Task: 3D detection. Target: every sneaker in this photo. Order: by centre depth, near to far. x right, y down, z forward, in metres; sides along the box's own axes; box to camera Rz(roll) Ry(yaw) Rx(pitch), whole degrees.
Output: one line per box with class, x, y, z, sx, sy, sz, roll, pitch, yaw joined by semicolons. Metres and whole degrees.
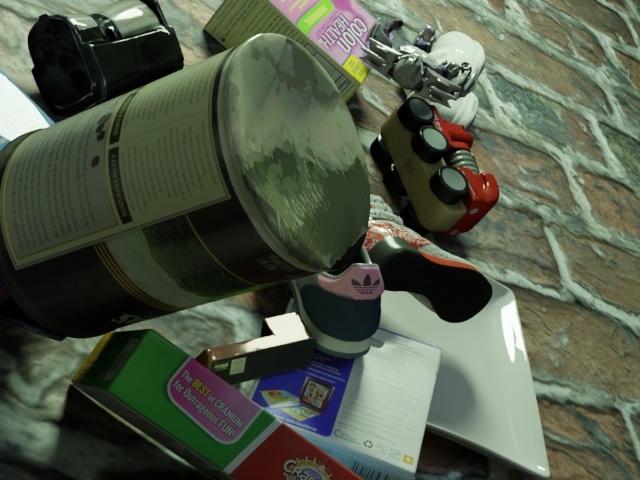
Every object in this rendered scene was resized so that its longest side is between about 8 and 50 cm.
sneaker;0.000;0.000;1.276;0.112;0.131;0.319;-2;36;-28
sneaker;0.126;0.020;1.399;0.270;0.090;0.145;23;23;-47
sneaker;0.223;-0.318;1.896;0.152;0.114;0.305;34;37;-20

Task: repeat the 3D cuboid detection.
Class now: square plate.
square plate;0.163;0.144;1.437;0.347;0.049;0.344;27;39;-26

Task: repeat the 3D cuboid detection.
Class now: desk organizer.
desk organizer;-0.076;0.124;1.161;0.130;0.047;0.050;-10;41;-26

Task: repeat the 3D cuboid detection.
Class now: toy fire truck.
toy fire truck;0.224;-0.106;1.687;0.246;0.158;0.217;0;55;-34

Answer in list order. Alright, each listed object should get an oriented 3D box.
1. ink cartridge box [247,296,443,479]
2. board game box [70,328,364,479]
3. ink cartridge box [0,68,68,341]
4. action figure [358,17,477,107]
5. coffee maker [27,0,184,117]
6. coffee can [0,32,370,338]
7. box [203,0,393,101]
ink cartridge box;0.030;0.176;1.205;0.206;0.045;0.208;19;40;3
board game box;-0.077;0.201;0.974;0.316;0.242;0.064;38;73;-14
ink cartridge box;-0.380;-0.048;0.974;0.395;0.151;0.270;46;35;-4
action figure;0.158;-0.280;1.609;0.185;0.099;0.285;41;16;3
coffee maker;-0.259;-0.219;1.290;0.171;0.120;0.178;49;35;1
coffee can;-0.125;-0.040;0.888;0.201;0.275;0.201;32;50;-48
box;-0.029;-0.335;1.647;0.243;0.117;0.213;42;35;-8
